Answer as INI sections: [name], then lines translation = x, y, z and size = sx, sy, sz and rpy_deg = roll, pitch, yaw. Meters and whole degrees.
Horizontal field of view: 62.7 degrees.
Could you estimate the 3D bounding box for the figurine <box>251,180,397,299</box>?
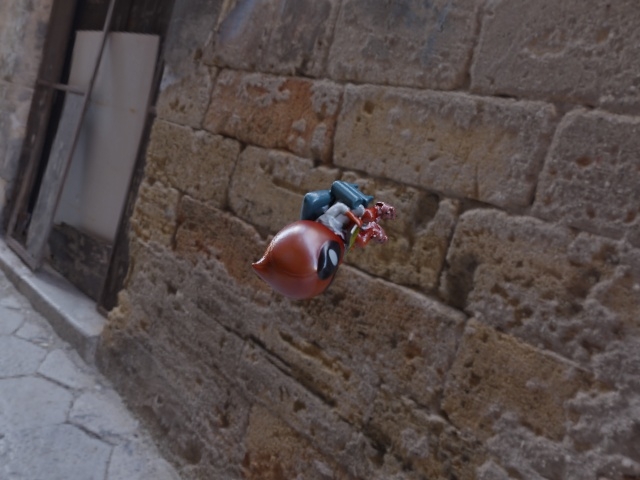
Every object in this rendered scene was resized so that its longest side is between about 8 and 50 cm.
[figurine]
translation = 0.000, 0.000, 0.486
size = 0.075, 0.068, 0.140
rpy_deg = 39, 53, 23
